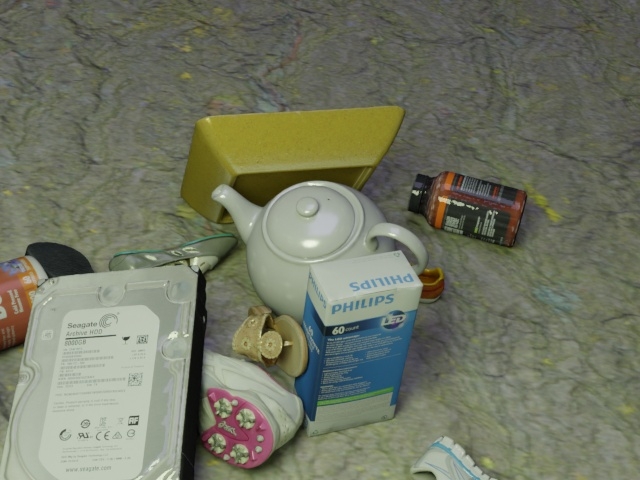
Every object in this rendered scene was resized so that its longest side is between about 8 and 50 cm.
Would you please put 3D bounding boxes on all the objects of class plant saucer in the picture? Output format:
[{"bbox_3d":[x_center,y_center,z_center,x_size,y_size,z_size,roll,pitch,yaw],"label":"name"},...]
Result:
[{"bbox_3d":[-0.051,-0.109,1.647,0.333,0.333,0.081,-5,72,-14],"label":"plant saucer"}]

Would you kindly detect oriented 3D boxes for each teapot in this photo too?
[{"bbox_3d":[0.000,0.000,1.524,0.256,0.187,0.252,-23,56,-8],"label":"teapot"}]

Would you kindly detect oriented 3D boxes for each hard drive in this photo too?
[{"bbox_3d":[-0.273,0.192,1.277,0.237,0.064,0.339,-5,54,8],"label":"hard drive"}]

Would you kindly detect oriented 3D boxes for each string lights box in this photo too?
[{"bbox_3d":[0.045,0.143,1.343,0.133,0.259,0.077,-8,41,-19],"label":"string lights box"}]

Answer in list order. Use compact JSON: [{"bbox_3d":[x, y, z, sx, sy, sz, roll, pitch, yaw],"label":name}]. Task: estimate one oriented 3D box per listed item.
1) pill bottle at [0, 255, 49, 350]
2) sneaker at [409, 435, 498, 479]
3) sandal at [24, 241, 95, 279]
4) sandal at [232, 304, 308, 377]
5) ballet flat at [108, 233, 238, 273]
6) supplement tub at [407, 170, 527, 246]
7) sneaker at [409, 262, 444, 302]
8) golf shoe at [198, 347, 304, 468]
[{"bbox_3d":[-0.494,0.107,1.412,0.216,0.121,0.121,-20,46,-30],"label":"pill bottle"},{"bbox_3d":[0.192,0.338,1.289,0.083,0.071,0.191,-30,43,-29],"label":"sneaker"},{"bbox_3d":[-0.376,0.077,1.506,0.097,0.054,0.254,3,28,-46],"label":"sandal"},{"bbox_3d":[-0.089,0.144,1.409,0.079,0.088,0.240,-7,9,-17],"label":"sandal"},{"bbox_3d":[-0.229,0.042,1.593,0.213,0.072,0.068,-10,69,-19],"label":"ballet flat"},{"bbox_3d":[0.256,-0.061,1.752,0.198,0.106,0.106,16,40,10],"label":"supplement tub"},{"bbox_3d":[0.114,0.058,1.614,0.175,0.067,0.064,1,41,-5],"label":"sneaker"},{"bbox_3d":[-0.157,0.201,1.381,0.306,0.115,0.140,31,25,27],"label":"golf shoe"}]
